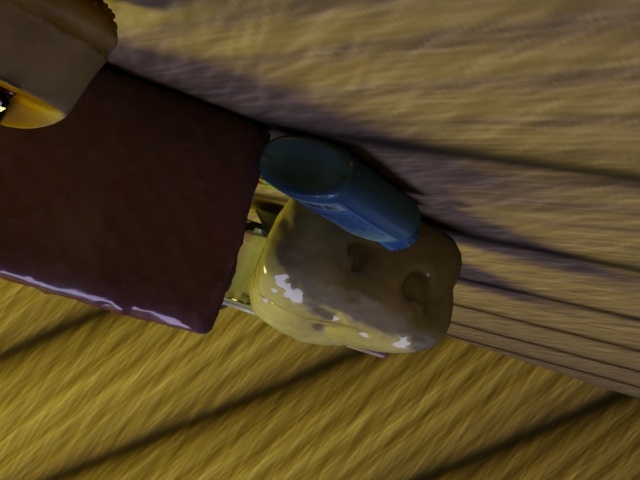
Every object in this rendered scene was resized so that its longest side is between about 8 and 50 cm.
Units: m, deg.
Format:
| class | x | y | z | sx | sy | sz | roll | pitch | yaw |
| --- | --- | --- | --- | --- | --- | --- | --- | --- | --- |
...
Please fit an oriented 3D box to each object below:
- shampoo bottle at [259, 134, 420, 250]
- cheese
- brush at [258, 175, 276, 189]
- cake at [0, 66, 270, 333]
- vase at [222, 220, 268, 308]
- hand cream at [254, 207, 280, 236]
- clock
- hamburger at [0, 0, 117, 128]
| class | x | y | z | sx | sy | sz | roll | pitch | yaw |
| --- | --- | --- | --- | --- | --- | --- | --- | --- | --- |
| shampoo bottle | 0.036 | -0.042 | 1.381 | 0.104 | 0.061 | 0.258 | 15 | 173 | 26 |
| cheese | -0.003 | 0.026 | 1.595 | 0.251 | 0.173 | 0.248 | 22 | 165 | -39 |
| brush | -0.067 | -0.075 | 1.622 | 0.083 | 0.018 | 0.021 | 14 | 163 | 39 |
| cake | -0.231 | -0.047 | 1.353 | 0.309 | 0.230 | 0.237 | 20 | 176 | -17 |
| vase | -0.166 | 0.042 | 2.453 | 0.165 | 0.165 | 0.360 | 20 | 171 | -10 |
| hand cream | -0.036 | -0.010 | 1.987 | 0.205 | 0.050 | 0.078 | 8 | 130 | 61 |
| clock | -0.047 | 0.075 | 2.026 | 0.339 | 0.102 | 0.338 | 20 | 174 | 2 |
| hamburger | -0.248 | -0.161 | 0.942 | 0.210 | 0.116 | 0.173 | 24 | 166 | -10 |
